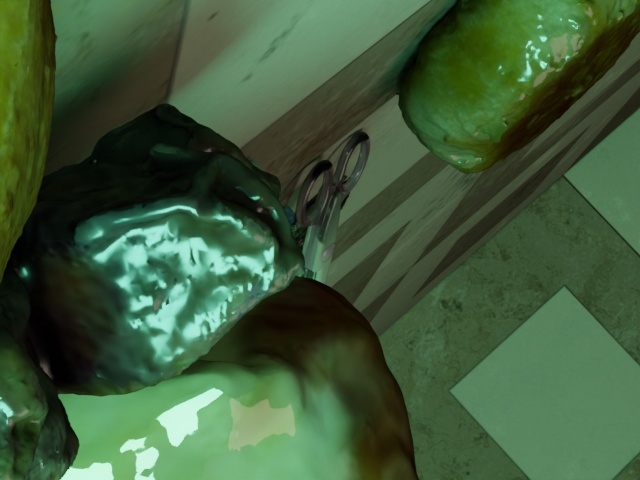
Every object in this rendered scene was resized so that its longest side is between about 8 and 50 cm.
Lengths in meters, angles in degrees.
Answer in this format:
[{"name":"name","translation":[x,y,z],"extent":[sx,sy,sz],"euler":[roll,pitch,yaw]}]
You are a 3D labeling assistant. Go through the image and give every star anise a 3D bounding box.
[{"name":"star anise","translation":[-0.112,0.023,0.549],"extent":[0.214,0.099,0.220],"euler":[-24,-164,16]}]

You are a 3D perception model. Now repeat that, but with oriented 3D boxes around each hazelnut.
[{"name":"hazelnut","translation":[-0.070,0.115,0.711],"extent":[0.261,0.261,0.241],"euler":[-39,178,-28]}]

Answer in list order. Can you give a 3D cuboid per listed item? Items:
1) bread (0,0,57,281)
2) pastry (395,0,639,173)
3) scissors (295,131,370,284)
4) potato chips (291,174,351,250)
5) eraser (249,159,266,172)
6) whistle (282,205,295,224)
[{"name":"bread","translation":[-0.100,-0.032,0.427],"extent":[0.154,0.054,0.136],"euler":[-94,-159,-58]},{"name":"pastry","translation":[0.140,-0.130,1.050],"extent":[0.192,0.093,0.182],"euler":[-44,170,18]},{"name":"scissors","translation":[0.000,0.000,1.151],"extent":[0.085,0.022,0.176],"euler":[-42,154,-42]},{"name":"potato chips","translation":[-0.060,0.037,1.201],"extent":[0.202,0.029,0.220],"euler":[-46,172,29]},{"name":"eraser","translation":[-0.063,-0.013,0.938],"extent":[0.038,0.019,0.083],"euler":[-33,168,-44]},{"name":"whistle","translation":[-0.071,0.022,0.850],"extent":[0.158,0.090,0.090],"euler":[-36,170,-34]}]
